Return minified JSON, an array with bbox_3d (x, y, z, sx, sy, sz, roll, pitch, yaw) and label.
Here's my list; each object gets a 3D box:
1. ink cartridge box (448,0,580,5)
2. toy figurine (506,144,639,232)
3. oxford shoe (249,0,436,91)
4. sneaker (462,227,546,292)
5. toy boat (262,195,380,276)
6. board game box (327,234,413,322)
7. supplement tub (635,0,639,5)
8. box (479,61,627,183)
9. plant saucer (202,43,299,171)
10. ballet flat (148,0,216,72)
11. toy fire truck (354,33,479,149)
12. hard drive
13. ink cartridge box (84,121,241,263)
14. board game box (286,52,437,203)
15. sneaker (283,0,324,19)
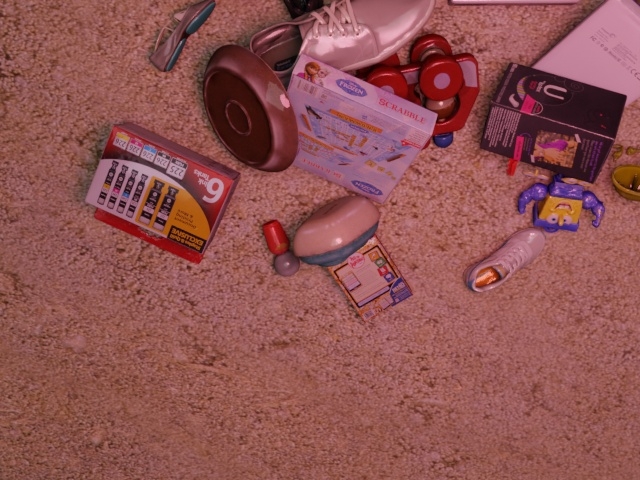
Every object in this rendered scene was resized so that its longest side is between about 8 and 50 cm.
[{"bbox_3d":[0.445,-0.672,1.560,0.296,0.066,0.261,1,102,1],"label":"ink cartridge box"},{"bbox_3d":[0.611,-0.111,1.669,0.362,0.191,0.217,8,131,3],"label":"toy figurine"},{"bbox_3d":[0.038,-0.458,1.506,0.449,0.130,0.169,-21,66,10],"label":"oxford shoe"},{"bbox_3d":[0.465,0.056,1.707,0.228,0.092,0.087,-38,97,8],"label":"sneaker"},{"bbox_3d":[0.000,0.000,1.667,0.318,0.267,0.148,-12,107,36],"label":"toy boat"},{"bbox_3d":[0.123,0.093,1.734,0.146,0.045,0.194,-31,111,8],"label":"board game box"},{"bbox_3d":[0.808,-0.542,1.493,0.228,0.228,0.317,6,103,1],"label":"supplement tub"},{"bbox_3d":[0.518,-0.265,1.542,0.270,0.165,0.143,20,144,14],"label":"box"},{"bbox_3d":[-0.173,-0.287,1.567,0.050,0.310,0.311,-36,102,-32],"label":"plant saucer"},{"bbox_3d":[-0.333,-0.498,1.626,0.068,0.072,0.213,38,102,-2],"label":"ballet flat"},{"bbox_3d":[0.219,-0.324,1.615,0.301,0.169,0.254,-10,127,4],"label":"toy fire truck"},{"bbox_3d":[0.612,-0.377,1.520,0.210,0.318,0.040,38,58,-6],"label":"hard drive"},{"bbox_3d":[-0.393,-0.100,1.685,0.309,0.130,0.272,24,103,-4],"label":"ink cartridge box"},{"bbox_3d":[0.058,-0.239,1.561,0.318,0.318,0.066,24,62,-4],"label":"board game box"},{"bbox_3d":[-0.074,-0.631,1.557,0.109,0.130,0.286,-27,99,9],"label":"sneaker"}]
